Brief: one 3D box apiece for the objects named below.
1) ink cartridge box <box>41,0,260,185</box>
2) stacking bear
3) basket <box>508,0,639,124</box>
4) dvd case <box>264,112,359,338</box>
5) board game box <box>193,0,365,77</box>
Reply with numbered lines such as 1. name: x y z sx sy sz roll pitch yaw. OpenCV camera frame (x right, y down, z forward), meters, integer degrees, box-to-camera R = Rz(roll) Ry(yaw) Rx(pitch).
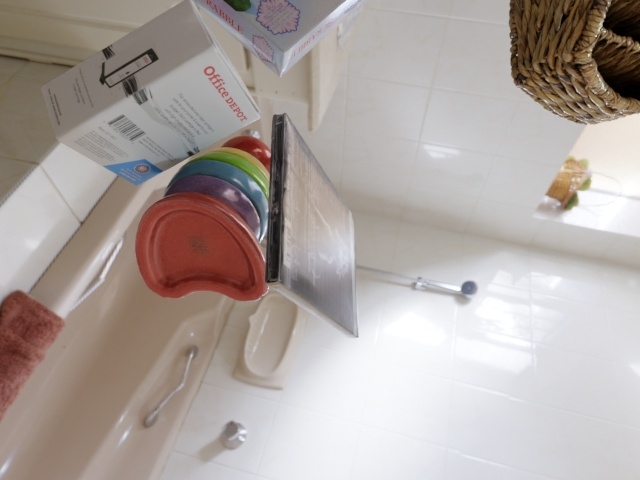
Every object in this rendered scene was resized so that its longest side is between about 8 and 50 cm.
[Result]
1. ink cartridge box: -0.198 -0.171 0.541 0.086 0.203 0.148 63 4 18
2. stacking bear: -0.140 -0.066 0.664 0.289 0.175 0.164 -78 166 -54
3. basket: 0.464 -0.302 0.640 0.223 0.299 0.214 -7 -100 63
4. dvd case: 0.000 0.000 0.458 0.221 0.018 0.165 47 38 -59
5. board game box: -0.079 -0.487 0.739 0.319 0.318 0.066 -49 179 -19
